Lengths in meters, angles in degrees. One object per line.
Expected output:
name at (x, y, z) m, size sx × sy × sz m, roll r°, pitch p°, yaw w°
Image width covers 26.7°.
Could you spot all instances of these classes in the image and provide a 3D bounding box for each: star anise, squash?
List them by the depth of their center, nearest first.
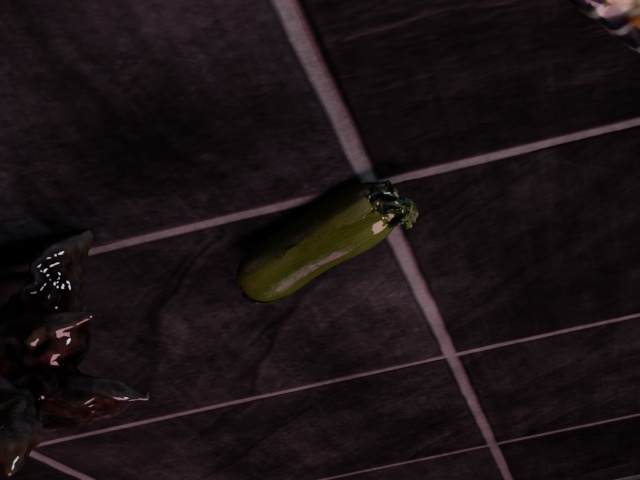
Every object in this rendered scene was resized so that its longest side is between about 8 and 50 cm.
star anise at (-0.242, 0.090, 0.988) m, size 0.212 × 0.129 × 0.283 m, roll -24°, pitch -165°, yaw -8°
squash at (0.000, 0.000, 1.025) m, size 0.052 × 0.052 × 0.183 m, roll 11°, pitch 149°, yaw -41°

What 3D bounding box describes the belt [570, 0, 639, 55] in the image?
belt at (0.154, -0.160, 0.493) m, size 0.160 × 0.207 × 0.295 m, roll -30°, pitch 166°, yaw 34°
